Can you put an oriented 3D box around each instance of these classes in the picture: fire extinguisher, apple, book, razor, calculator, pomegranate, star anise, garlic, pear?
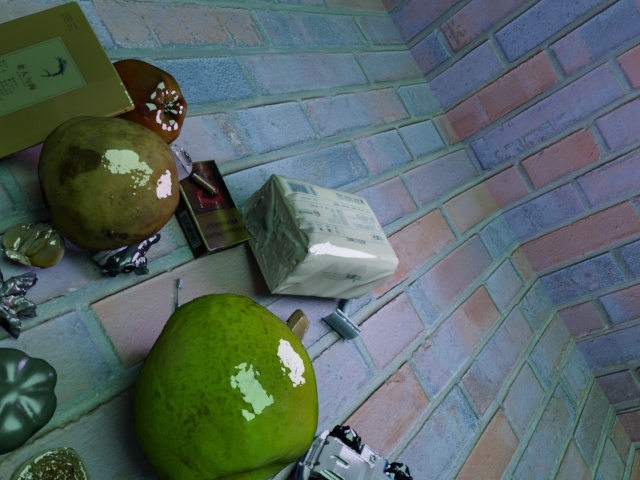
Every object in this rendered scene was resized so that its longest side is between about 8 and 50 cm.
[{"bbox_3d":[-0.290,-0.139,1.411,0.083,0.022,0.028,40,7,-23],"label":"fire extinguisher"},{"bbox_3d":[-0.432,-0.314,1.320,0.234,0.234,0.233,26,50,-35],"label":"apple"},{"bbox_3d":[-0.618,-0.315,1.135,0.389,0.032,0.268,-27,87,-21],"label":"book"},{"bbox_3d":[0.085,0.181,1.696,0.106,0.068,0.231,44,37,-20],"label":"razor"},{"bbox_3d":[-0.388,-0.161,1.328,0.032,0.175,0.100,56,-7,39],"label":"calculator"},{"bbox_3d":[-0.421,-0.118,1.117,0.281,0.281,0.281,26,50,-35],"label":"pomegranate"},{"bbox_3d":[-0.599,0.107,1.006,0.205,0.061,0.180,-21,83,-50],"label":"star anise"},{"bbox_3d":[-0.560,0.006,1.101,0.113,0.074,0.094,35,73,-19],"label":"garlic"},{"bbox_3d":[-0.185,0.287,1.102,0.391,0.391,0.390,26,50,-35],"label":"pear"}]

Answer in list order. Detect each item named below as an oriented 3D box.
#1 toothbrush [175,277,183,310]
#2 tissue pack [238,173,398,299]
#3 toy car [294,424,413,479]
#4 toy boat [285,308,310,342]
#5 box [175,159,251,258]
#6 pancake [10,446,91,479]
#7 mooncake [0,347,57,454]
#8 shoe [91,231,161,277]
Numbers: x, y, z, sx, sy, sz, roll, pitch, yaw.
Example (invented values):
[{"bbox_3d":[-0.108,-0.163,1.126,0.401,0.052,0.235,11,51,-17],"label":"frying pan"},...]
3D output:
[{"bbox_3d":[-0.329,0.163,1.298,0.014,0.011,0.167,25,49,-42],"label":"toothbrush"},{"bbox_3d":[0.000,0.000,1.571,0.381,0.207,0.297,11,44,-43],"label":"tissue pack"},{"bbox_3d":[0.084,0.598,1.338,0.314,0.166,0.198,35,42,-2],"label":"toy car"},{"bbox_3d":[-0.096,0.261,1.439,0.064,0.072,0.206,58,47,-27],"label":"toy boat"},{"bbox_3d":[-0.295,-0.085,1.446,0.159,0.071,0.240,-19,82,-48],"label":"box"},{"bbox_3d":[-0.467,0.431,0.973,0.140,0.022,0.139,25,51,-35],"label":"pancake"},{"bbox_3d":[-0.534,0.267,0.945,0.169,0.104,0.175,-9,70,-43],"label":"mooncake"},{"bbox_3d":[-0.414,0.037,1.245,0.169,0.071,0.099,-32,94,-47],"label":"shoe"}]
